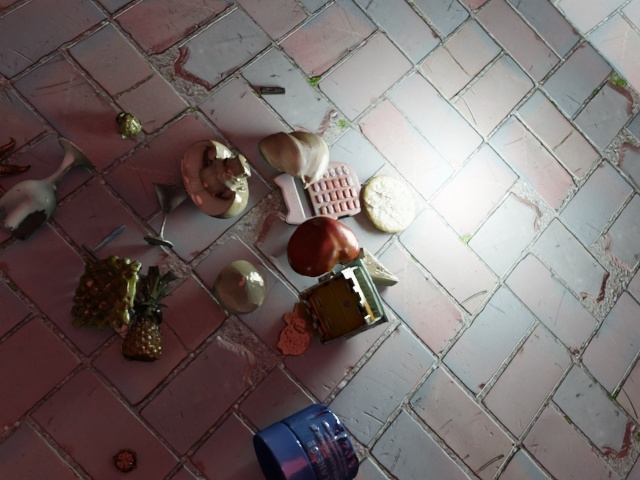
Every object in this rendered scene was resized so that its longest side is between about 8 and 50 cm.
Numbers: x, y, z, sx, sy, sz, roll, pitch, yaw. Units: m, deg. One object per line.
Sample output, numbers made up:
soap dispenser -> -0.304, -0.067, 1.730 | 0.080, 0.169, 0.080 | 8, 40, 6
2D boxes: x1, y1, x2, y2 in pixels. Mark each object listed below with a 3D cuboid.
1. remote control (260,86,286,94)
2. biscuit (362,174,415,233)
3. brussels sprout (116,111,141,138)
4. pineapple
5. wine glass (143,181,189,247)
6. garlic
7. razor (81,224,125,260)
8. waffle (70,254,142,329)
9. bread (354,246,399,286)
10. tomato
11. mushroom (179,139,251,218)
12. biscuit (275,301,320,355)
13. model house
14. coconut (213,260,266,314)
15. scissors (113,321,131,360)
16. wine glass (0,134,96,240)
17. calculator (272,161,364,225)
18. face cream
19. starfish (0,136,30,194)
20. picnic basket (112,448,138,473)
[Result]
remote control -> -0.166, -0.528, 2.153 | 0.091, 0.016, 0.034 | -6, 72, -21
biscuit -> 0.244, -0.129, 2.161 | 0.220, 0.033, 0.219 | 6, 74, -23
brussels sprout -> -0.613, -0.374, 1.940 | 0.085, 0.058, 0.085 | 7, 57, -11
pineapple -> -0.489, 0.209, 1.769 | 0.130, 0.119, 0.277 | 4, 64, -2
wine glass -> -0.478, -0.076, 1.874 | 0.122, 0.122, 0.182 | 17, 75, -14
garlic -> -0.071, -0.291, 2.037 | 0.217, 0.110, 0.228 | -20, 60, -31
razor -> -0.642, -0.003, 1.837 | 0.068, 0.040, 0.135 | 45, 62, -3
waffle -> -0.617, 0.144, 1.736 | 0.204, 0.054, 0.223 | -4, 65, 21
bread -> 0.187, 0.091, 2.066 | 0.152, 0.077, 0.105 | 11, 71, -18
tomato -> 0.000, 0.000, 1.950 | 0.233, 0.200, 0.139 | -30, 129, -25
mushroom -> -0.302, -0.196, 1.914 | 0.195, 0.189, 0.253 | -26, 88, 13
biscuit -> -0.064, 0.286, 1.953 | 0.133, 0.027, 0.184 | 17, 72, -14
model house -> 0.082, 0.199, 1.922 | 0.215, 0.198, 0.224 | -14, 76, -61
coconut -> -0.241, 0.144, 1.859 | 0.161, 0.162, 0.161 | 5, 74, -17
scissors -> -0.582, 0.255, 1.787 | 0.101, 0.027, 0.204 | -41, 92, -28
wine glass -> -0.803, -0.150, 1.770 | 0.143, 0.143, 0.321 | 35, 70, -6
calculator -> 0.004, -0.160, 2.094 | 0.330, 0.048, 0.220 | -13, 78, -24
face cream -> -0.041, 0.616, 1.748 | 0.225, 0.249, 0.249 | -24, 84, -25
starfish -> -0.973, -0.216, 1.774 | 0.238, 0.057, 0.213 | -15, 73, -22
picnic basket -> -0.534, 0.606, 1.674 | 0.072, 0.083, 0.072 | 5, 74, -16
